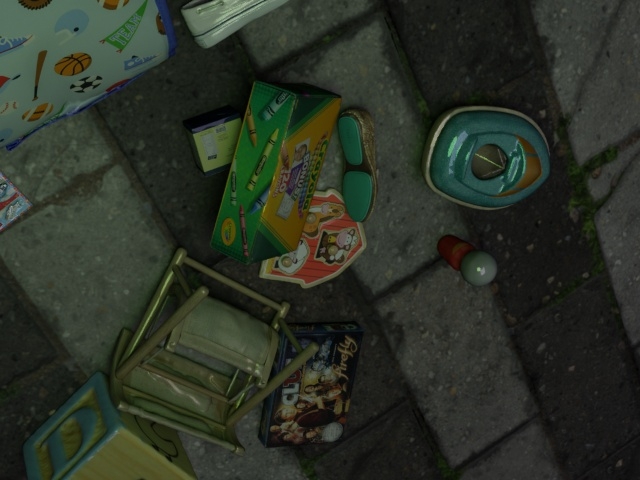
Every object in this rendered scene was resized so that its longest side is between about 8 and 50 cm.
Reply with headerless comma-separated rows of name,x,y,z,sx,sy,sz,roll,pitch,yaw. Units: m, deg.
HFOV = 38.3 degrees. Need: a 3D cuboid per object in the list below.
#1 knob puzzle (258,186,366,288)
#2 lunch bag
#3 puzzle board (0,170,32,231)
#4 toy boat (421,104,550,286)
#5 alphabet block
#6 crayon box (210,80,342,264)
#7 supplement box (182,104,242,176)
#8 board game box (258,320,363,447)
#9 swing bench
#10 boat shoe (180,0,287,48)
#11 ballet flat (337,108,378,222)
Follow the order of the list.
knob puzzle,0.000,0.000,1.640,0.213,0.030,0.213,-9,114,-21
lunch bag,-0.388,-0.319,1.202,0.327,0.239,0.385,-32,144,-11
puzzle board,-0.518,-0.046,1.397,0.128,0.011,0.096,-40,122,-5
toy boat,0.299,-0.082,1.671,0.267,0.148,0.318,4,110,-26
alphabet block,-0.355,0.378,1.550,0.193,0.192,0.197,-43,123,0
crayon box,-0.070,-0.112,1.482,0.165,0.081,0.279,-16,126,-63
supplement box,-0.165,-0.160,1.480,0.083,0.056,0.083,-21,119,-15
board game box,-0.019,0.272,1.741,0.165,0.042,0.243,0,111,-24
swing bench,-0.190,0.194,1.563,0.253,0.165,0.255,31,100,-32
boat shoe,-0.107,-0.381,1.395,0.226,0.083,0.076,-37,123,-5
ballet flat,0.075,-0.132,1.597,0.067,0.073,0.206,-35,131,-45
